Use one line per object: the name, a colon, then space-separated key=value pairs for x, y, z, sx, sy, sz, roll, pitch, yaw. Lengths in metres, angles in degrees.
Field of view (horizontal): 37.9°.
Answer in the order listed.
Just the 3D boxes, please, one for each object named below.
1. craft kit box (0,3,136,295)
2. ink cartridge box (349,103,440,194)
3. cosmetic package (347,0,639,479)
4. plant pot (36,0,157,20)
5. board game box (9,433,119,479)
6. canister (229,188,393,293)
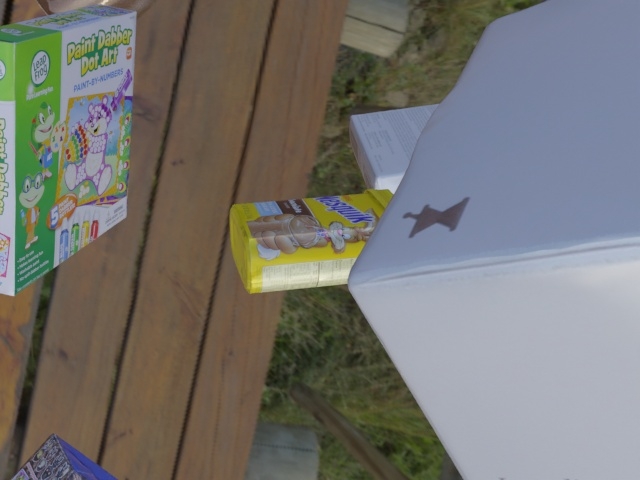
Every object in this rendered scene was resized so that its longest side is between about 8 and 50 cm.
craft kit box: x=-0.268 y=-0.103 z=0.953 sx=0.061 sy=0.250 sz=0.246 roll=10 pitch=112 yaw=12
ink cartridge box: x=0.267 y=-0.173 z=1.778 sx=0.385 sy=0.308 sz=0.091 roll=-7 pitch=118 yaw=-4
cosmetic package: x=0.285 y=0.049 z=0.632 sx=0.393 sy=0.328 sz=0.329 roll=58 pitch=41 yaw=-27
plant pot: x=-0.281 y=-0.431 z=1.354 sx=0.231 sy=0.215 sz=0.215 roll=-22 pitch=114 yaw=26
board game box: x=-0.409 y=0.490 z=1.418 sx=0.291 sy=0.141 sz=0.232 roll=-49 pitch=119 yaw=-9
canister: x=0.000 y=0.000 z=0.948 sx=0.170 sy=0.126 sz=0.073 roll=-5 pitch=115 yaw=-13
